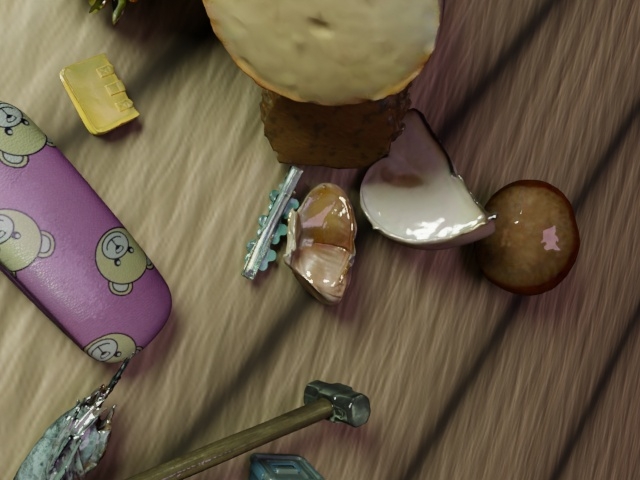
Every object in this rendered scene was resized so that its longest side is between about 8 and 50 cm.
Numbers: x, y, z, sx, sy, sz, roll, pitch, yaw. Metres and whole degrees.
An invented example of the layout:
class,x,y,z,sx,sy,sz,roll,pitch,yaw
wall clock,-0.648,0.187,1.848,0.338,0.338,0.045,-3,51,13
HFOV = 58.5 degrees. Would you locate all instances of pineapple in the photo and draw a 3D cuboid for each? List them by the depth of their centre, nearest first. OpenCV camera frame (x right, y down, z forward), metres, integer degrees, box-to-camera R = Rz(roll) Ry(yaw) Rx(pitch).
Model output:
class,x,y,z,sx,sy,sz,roll,pitch,yaw
pineapple,0.043,-0.280,0.802,0.202,0.201,0.362,32,58,-31

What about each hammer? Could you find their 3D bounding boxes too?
class,x,y,z,sx,sy,sz,roll,pitch,yaw
hammer,-0.106,0.257,0.728,0.365,0.111,0.044,-12,97,-34

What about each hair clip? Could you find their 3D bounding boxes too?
class,x,y,z,sx,sy,sz,roll,pitch,yaw
hair clip,-0.063,-0.024,0.798,0.049,0.049,0.173,31,79,-31

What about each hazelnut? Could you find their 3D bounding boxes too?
class,x,y,z,sx,sy,sz,roll,pitch,yaw
hazelnut,0.372,-0.004,1.028,0.214,0.176,0.215,-33,128,-54

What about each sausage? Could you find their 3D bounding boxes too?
class,x,y,z,sx,sy,sz,roll,pitch,yaw
sausage,0.023,-0.317,0.580,0.233,0.233,0.287,32,56,-31

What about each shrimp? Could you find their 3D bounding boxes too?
class,x,y,z,sx,sy,sz,roll,pitch,yaw
shrimp,-0.268,0.223,0.625,0.079,0.090,0.233,31,87,-11

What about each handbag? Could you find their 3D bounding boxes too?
class,x,y,z,sx,sy,sz,roll,pitch,yaw
handbag,-0.258,-0.171,0.668,0.061,0.027,0.083,-33,108,-29

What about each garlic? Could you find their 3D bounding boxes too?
class,x,y,z,sx,sy,sz,roll,pitch,yaw
garlic,0.010,0.003,0.814,0.124,0.098,0.175,49,48,-73

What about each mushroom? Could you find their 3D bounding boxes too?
class,x,y,z,sx,sy,sz,roll,pitch,yaw
mushroom,0.151,-0.063,0.912,0.162,0.173,0.236,-29,66,6

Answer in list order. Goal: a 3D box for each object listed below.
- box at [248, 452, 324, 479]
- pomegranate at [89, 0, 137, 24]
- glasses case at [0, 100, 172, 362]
class,x,y,z,sx,sy,sz,roll,pitch,yaw
box,-0.054,0.339,0.795,0.099,0.074,0.054,18,94,-34
pomegranate,-0.198,-0.354,0.605,0.210,0.210,0.235,30,91,-32
glasses case,-0.286,-0.002,0.619,0.123,0.075,0.317,-48,116,-31
